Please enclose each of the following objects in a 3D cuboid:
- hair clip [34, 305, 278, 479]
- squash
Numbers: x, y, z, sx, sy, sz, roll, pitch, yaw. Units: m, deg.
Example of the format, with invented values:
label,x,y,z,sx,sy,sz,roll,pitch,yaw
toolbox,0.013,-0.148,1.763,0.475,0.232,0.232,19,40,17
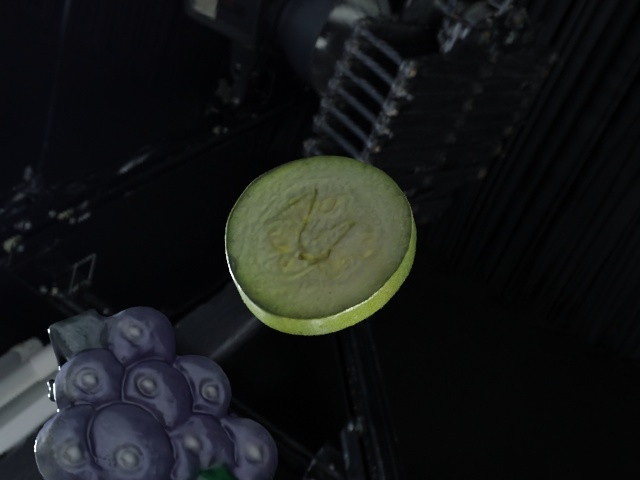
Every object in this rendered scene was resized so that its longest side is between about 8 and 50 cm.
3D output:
label,x,y,z,sx,sy,sz,roll,pitch,yaw
hair clip,-0.077,0.117,0.388,0.195,0.052,0.124,48,-142,15
squash,0.000,0.000,1.028,0.252,0.049,0.252,-6,-123,10
